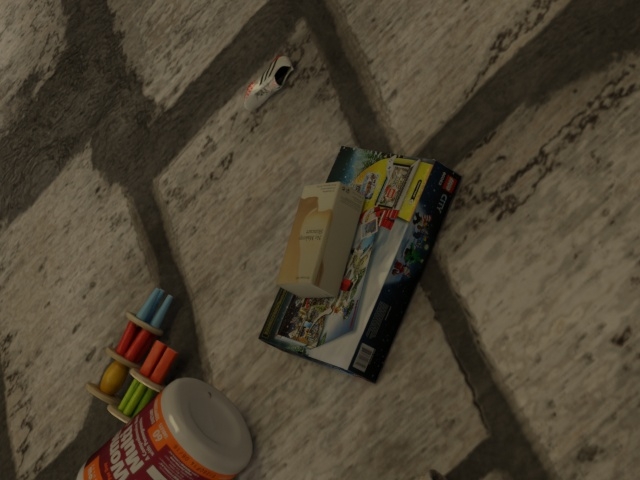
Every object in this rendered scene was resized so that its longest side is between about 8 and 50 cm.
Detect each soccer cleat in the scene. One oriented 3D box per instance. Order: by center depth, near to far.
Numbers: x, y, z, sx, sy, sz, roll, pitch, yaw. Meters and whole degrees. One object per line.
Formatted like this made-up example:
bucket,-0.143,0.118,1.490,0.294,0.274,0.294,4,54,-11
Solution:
soccer cleat,-0.064,-0.191,1.841,0.083,0.029,0.035,-48,34,9

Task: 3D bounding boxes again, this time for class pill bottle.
pill bottle,-0.185,0.257,1.614,0.221,0.121,0.121,-43,40,22

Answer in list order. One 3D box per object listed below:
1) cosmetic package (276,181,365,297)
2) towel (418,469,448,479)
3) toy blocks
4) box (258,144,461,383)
cosmetic package,0.000,0.000,1.552,0.060,0.041,0.115,-6,63,48
towel,0.091,0.353,1.286,0.187,0.049,0.282,-48,38,15
toy blocks,-0.208,0.135,1.776,0.123,0.054,0.148,29,90,54
box,0.039,0.020,1.567,0.159,0.044,0.233,14,78,53
